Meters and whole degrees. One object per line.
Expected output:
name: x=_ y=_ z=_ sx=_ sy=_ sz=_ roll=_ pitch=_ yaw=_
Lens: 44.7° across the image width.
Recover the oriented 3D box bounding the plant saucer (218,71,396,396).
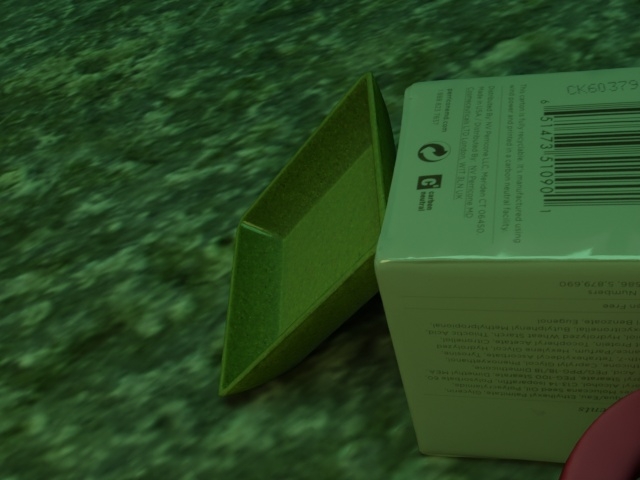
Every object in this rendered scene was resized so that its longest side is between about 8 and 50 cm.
plant saucer: x=0.000 y=0.000 z=0.563 sx=0.188 sy=0.045 sz=0.188 roll=-46 pitch=29 yaw=34

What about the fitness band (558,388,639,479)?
fitness band: x=0.229 y=0.160 z=0.290 sx=0.291 sy=0.054 sz=0.209 roll=25 pitch=49 yaw=24

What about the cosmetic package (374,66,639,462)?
cosmetic package: x=0.127 y=0.020 z=0.453 sx=0.152 sy=0.183 sz=0.151 roll=0 pitch=45 yaw=16
